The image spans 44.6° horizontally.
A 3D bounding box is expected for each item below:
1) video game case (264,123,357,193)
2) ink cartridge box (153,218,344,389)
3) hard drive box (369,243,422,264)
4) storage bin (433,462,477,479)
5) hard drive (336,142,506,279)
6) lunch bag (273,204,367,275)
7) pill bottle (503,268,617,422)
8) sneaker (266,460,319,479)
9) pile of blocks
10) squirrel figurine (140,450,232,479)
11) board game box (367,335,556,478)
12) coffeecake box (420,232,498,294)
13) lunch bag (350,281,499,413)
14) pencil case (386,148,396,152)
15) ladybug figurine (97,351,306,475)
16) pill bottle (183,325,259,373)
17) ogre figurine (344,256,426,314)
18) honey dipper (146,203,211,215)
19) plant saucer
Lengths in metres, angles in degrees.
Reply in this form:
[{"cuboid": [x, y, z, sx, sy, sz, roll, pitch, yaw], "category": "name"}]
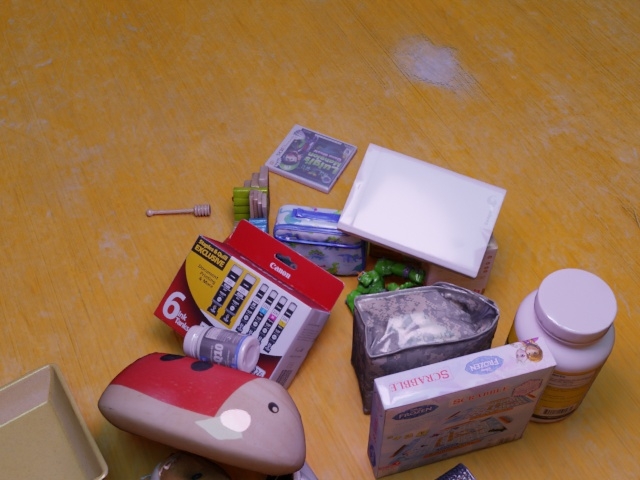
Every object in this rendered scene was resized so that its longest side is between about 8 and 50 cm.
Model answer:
[{"cuboid": [-0.024, -0.218, 2.058, 0.190, 0.022, 0.173, 23, 56, 16], "category": "video game case"}, {"cuboid": [-0.149, 0.125, 1.654, 0.309, 0.130, 0.272, 31, 92, 22], "category": "ink cartridge box"}, {"cuboid": [0.210, -0.051, 1.798, 0.181, 0.232, 0.089, 8, 53, 7], "category": "hard drive box"}, {"cuboid": [0.273, 0.519, 1.432, 0.084, 0.122, 0.180, -27, 57, -19], "category": "storage bin"}, {"cuboid": [0.213, -0.064, 1.654, 0.307, 0.040, 0.203, 20, 78, 9], "category": "hard drive"}, {"cuboid": [0.000, 0.000, 1.795, 0.218, 0.176, 0.090, 7, 53, 5], "category": "lunch bag"}, {"cuboid": [0.464, 0.207, 1.536, 0.187, 0.334, 0.188, 0, 52, 0], "category": "pill bottle"}, {"cuboid": [-0.023, 0.500, 1.479, 0.108, 0.100, 0.272, 9, 37, -36], "category": "sneaker"}, {"cuboid": [-0.179, -0.025, 1.832, 0.112, 0.149, 0.362, -1, 53, -1], "category": "pile of blocks"}, {"cuboid": [-0.271, 0.574, 1.348, 0.370, 0.281, 0.397, -30, 72, -33], "category": "squirrel figurine"}, {"cuboid": [0.251, 0.320, 1.462, 0.318, 0.318, 0.066, -12, 53, -10], "category": "board game box"}, {"cuboid": [0.305, 0.052, 1.748, 0.142, 0.186, 0.068, -6, 54, -5], "category": "coffeecake box"}, {"cuboid": [0.215, 0.213, 1.594, 0.286, 0.235, 0.169, -8, 50, -6], "category": "lunch bag"}, {"cuboid": [0.143, -0.139, 1.961, 0.088, 0.086, 0.206, -9, 41, 38], "category": "pencil case"}, {"cuboid": [-0.220, 0.312, 1.457, 0.449, 0.305, 0.162, 8, 73, 30], "category": "ladybug figurine"}, {"cuboid": [-0.196, 0.213, 1.543, 0.137, 0.078, 0.078, 10, 52, 23], "category": "pill bottle"}, {"cuboid": [0.132, 0.120, 1.755, 0.096, 0.197, 0.118, 13, 22, -50], "category": "ogre figurine"}, {"cuboid": [-0.355, -0.074, 1.945, 0.160, 0.030, 0.031, -2, 53, 1], "category": "honey dipper"}, {"cuboid": [-0.603, 0.435, 1.500, 0.332, 0.081, 0.333, -28, 46, -19], "category": "plant saucer"}]
